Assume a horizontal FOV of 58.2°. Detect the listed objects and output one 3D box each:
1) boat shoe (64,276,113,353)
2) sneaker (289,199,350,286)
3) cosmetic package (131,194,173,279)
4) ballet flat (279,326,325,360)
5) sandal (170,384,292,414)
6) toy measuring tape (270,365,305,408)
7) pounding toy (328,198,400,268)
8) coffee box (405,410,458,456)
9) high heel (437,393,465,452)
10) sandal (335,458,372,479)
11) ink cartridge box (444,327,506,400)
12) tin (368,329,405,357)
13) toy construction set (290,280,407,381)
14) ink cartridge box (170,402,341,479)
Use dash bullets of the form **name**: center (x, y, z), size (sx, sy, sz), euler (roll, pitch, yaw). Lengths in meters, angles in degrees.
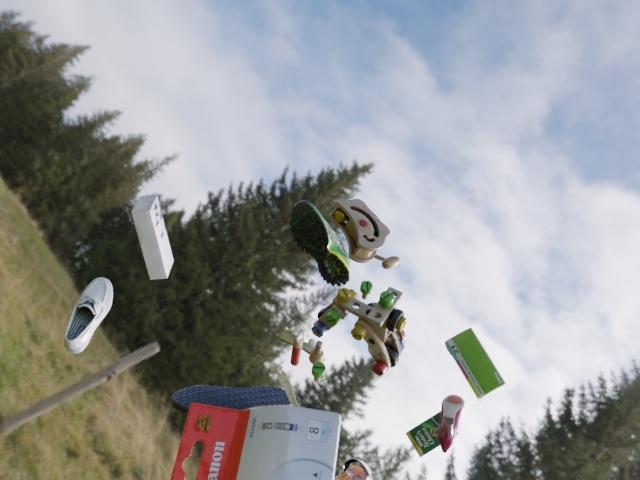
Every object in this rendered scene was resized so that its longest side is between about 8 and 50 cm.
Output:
- **boat shoe**: center (-0.612, 0.187, 1.531), size (0.083, 0.226, 0.076), euler (13, -35, -8)
- **sneaker**: center (0.000, 0.000, 2.092), size (0.344, 0.134, 0.146), euler (60, 22, -22)
- **cosmetic package**: center (-0.499, -0.008, 1.727), size (0.099, 0.060, 0.239), euler (-88, 174, -58)
- **ballet flat**: center (-0.074, 0.472, 2.647), size (0.248, 0.086, 0.086), euler (24, -31, 17)
- **sandal**: center (-0.276, 0.554, 1.870), size (0.167, 0.445, 0.107), euler (29, -77, 51)
- **toy measuring tape**: center (-0.095, 0.540, 1.709), size (0.330, 0.121, 0.121), euler (67, -21, -8)
- **pounding toy**: center (0.122, 0.006, 1.863), size (0.269, 0.154, 0.155), euler (49, -44, 17)
- **coffee box**: center (0.451, 0.784, 2.336), size (0.113, 0.184, 0.040), euler (60, -1, 17)
- **high heel**: center (0.471, 0.654, 2.079), size (0.082, 0.244, 0.117), euler (8, -73, 14)
- **sandal**: center (0.113, 0.751, 1.850), size (0.101, 0.076, 0.265), euler (22, -1, 23)
- **ink cartridge box**: center (0.447, 0.355, 1.665), size (0.189, 0.097, 0.255), euler (61, 7, 14)
- **tin**: center (0.267, 0.416, 2.345), size (0.106, 0.040, 0.190), euler (44, -56, 12)
- **toy construction set**: center (0.075, 0.206, 1.454), size (0.257, 0.308, 0.237), euler (53, -28, 32)
- **ink cartridge box**: center (-0.158, 0.538, 1.349), size (0.384, 0.308, 0.091), euler (8, -36, 1)
